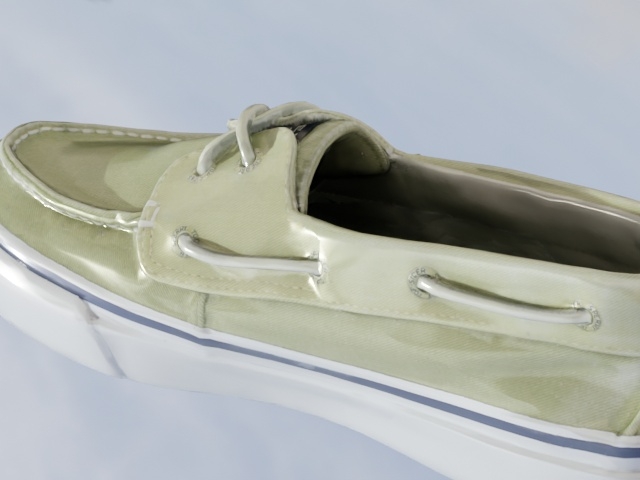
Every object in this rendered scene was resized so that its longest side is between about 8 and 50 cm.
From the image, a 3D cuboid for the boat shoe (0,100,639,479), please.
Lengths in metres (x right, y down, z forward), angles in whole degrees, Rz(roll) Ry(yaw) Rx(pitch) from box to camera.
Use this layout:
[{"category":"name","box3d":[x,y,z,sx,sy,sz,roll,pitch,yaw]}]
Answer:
[{"category":"boat shoe","box3d":[0.000,0.000,0.669,0.302,0.094,0.109,17,-149,27]}]
